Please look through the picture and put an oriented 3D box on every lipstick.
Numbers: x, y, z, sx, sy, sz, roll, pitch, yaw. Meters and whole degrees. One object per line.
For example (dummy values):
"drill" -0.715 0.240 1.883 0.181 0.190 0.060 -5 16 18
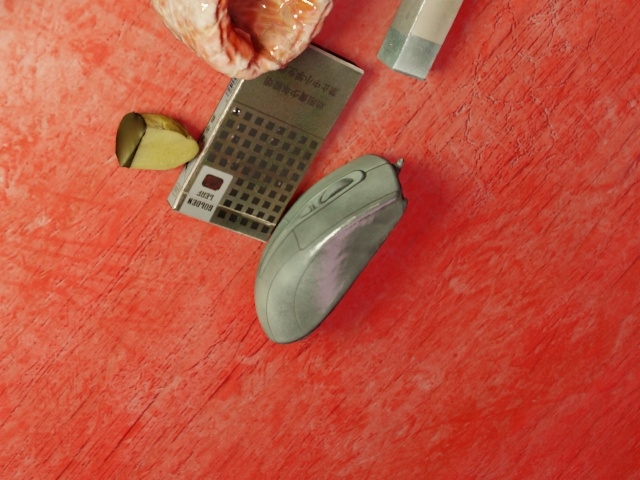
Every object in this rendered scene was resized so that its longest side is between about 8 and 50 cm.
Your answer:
"lipstick" 0.188 -0.404 1.406 0.068 0.066 0.317 13 113 -29

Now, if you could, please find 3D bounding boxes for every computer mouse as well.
"computer mouse" 0.000 0.000 1.500 0.122 0.188 0.371 32 102 -31

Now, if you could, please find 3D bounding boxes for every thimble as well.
"thimble" -0.103 -0.342 1.220 0.239 0.162 0.239 -31 142 -27

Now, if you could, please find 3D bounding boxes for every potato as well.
"potato" -0.238 -0.150 1.372 0.103 0.066 0.096 9 140 -39

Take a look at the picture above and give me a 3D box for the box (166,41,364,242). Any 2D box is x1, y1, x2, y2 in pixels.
"box" -0.087 -0.162 1.443 0.180 0.047 0.324 20 110 -33
